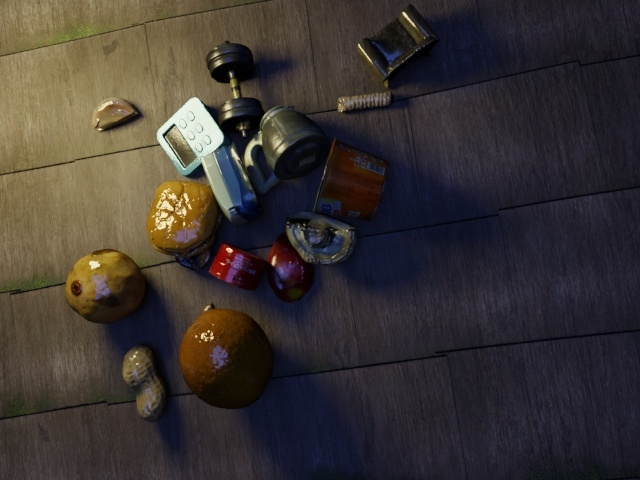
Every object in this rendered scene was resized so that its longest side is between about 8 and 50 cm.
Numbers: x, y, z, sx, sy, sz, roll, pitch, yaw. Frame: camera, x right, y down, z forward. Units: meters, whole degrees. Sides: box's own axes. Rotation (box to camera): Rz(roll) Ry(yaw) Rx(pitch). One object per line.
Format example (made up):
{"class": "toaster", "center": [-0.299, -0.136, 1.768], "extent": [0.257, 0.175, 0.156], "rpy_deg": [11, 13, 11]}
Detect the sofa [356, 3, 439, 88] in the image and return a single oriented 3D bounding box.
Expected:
{"class": "sofa", "center": [0.284, -0.734, 1.651], "extent": [0.258, 0.182, 0.200], "rpy_deg": [-36, 84, 3]}

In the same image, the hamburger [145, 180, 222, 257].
{"class": "hamburger", "center": [-0.527, -0.082, 1.676], "extent": [0.319, 0.158, 0.318], "rpy_deg": [-3, 66, 7]}

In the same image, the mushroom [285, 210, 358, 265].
{"class": "mushroom", "center": [-0.004, -0.003, 1.645], "extent": [0.267, 0.189, 0.163], "rpy_deg": [5, 108, -8]}

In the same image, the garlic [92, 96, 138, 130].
{"class": "garlic", "center": [-0.849, -0.523, 1.795], "extent": [0.196, 0.087, 0.101], "rpy_deg": [-22, 98, 1]}

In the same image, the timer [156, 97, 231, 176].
{"class": "timer", "center": [-0.512, -0.406, 1.755], "extent": [0.250, 0.091, 0.231], "rpy_deg": [-36, 85, 6]}

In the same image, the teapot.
{"class": "teapot", "center": [-0.134, -0.358, 1.685], "extent": [0.240, 0.321, 0.239], "rpy_deg": [-17, 63, -36]}

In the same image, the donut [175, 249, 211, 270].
{"class": "donut", "center": [-0.497, 0.052, 1.741], "extent": [0.141, 0.059, 0.140], "rpy_deg": [0, 86, 6]}

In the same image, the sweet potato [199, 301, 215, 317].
{"class": "sweet potato", "center": [-0.441, 0.340, 1.722], "extent": [0.068, 0.068, 0.226], "rpy_deg": [5, 101, 5]}

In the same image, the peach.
{"class": "peach", "center": [-0.123, 0.100, 1.702], "extent": [0.189, 0.068, 0.279], "rpy_deg": [-13, 86, 2]}

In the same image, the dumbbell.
{"class": "dumbbell", "center": [-0.325, -0.579, 1.698], "extent": [0.185, 0.185, 0.388], "rpy_deg": [-12, 85, 4]}

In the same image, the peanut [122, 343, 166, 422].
{"class": "peanut", "center": [-0.672, 0.547, 1.692], "extent": [0.120, 0.136, 0.298], "rpy_deg": [-24, 86, 37]}

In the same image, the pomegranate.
{"class": "pomegranate", "center": [-0.806, 0.168, 1.666], "extent": [0.281, 0.281, 0.281], "rpy_deg": [0, 87, 5]}

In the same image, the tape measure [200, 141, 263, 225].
{"class": "tape measure", "center": [-0.319, -0.189, 1.638], "extent": [0.138, 0.262, 0.259], "rpy_deg": [-21, 78, -4]}

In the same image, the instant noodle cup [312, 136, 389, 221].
{"class": "instant noodle cup", "center": [0.111, -0.205, 1.600], "extent": [0.214, 0.296, 0.296], "rpy_deg": [17, 89, -2]}

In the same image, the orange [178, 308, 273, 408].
{"class": "orange", "center": [-0.327, 0.424, 1.578], "extent": [0.322, 0.322, 0.357], "rpy_deg": [-29, 112, 3]}

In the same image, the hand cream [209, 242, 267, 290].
{"class": "hand cream", "center": [-0.306, 0.097, 1.657], "extent": [0.193, 0.193, 0.125], "rpy_deg": [23, 89, 6]}

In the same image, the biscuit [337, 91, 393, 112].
{"class": "biscuit", "center": [0.174, -0.537, 1.714], "extent": [0.219, 0.055, 0.061], "rpy_deg": [-4, 97, 5]}
